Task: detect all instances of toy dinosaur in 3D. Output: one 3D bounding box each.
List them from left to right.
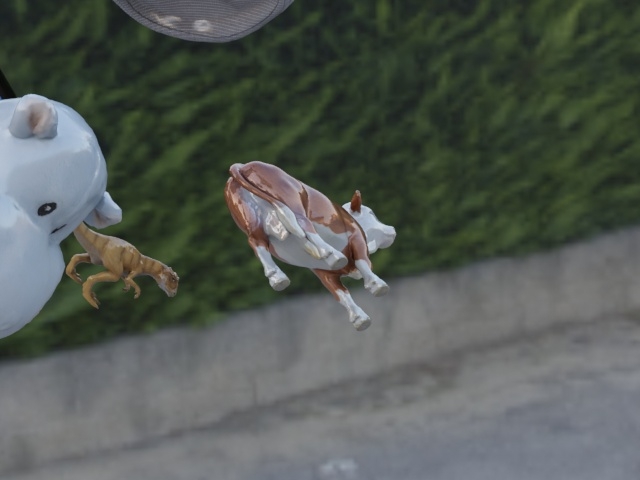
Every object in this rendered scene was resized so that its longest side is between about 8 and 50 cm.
[{"bbox_3d":[-0.266,0.015,1.777,0.211,0.112,0.064,35,17,-42],"label":"toy dinosaur"}]

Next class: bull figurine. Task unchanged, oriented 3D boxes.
[{"bbox_3d":[0.000,0.000,1.786,0.310,0.101,0.188,23,29,-49],"label":"bull figurine"}]

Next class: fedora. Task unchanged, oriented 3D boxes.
[{"bbox_3d":[-0.103,-0.274,1.383,0.275,0.124,0.244,3,-28,14],"label":"fedora"}]

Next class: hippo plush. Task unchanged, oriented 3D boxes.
[{"bbox_3d":[-0.262,-0.029,1.054,0.236,0.294,0.234,14,-25,17],"label":"hippo plush"}]

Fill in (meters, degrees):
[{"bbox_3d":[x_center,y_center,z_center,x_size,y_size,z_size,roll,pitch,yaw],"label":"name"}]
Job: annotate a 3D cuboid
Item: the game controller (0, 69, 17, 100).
[{"bbox_3d":[-0.484,-0.195,1.961,0.067,0.166,0.319,-2,-30,10],"label":"game controller"}]
